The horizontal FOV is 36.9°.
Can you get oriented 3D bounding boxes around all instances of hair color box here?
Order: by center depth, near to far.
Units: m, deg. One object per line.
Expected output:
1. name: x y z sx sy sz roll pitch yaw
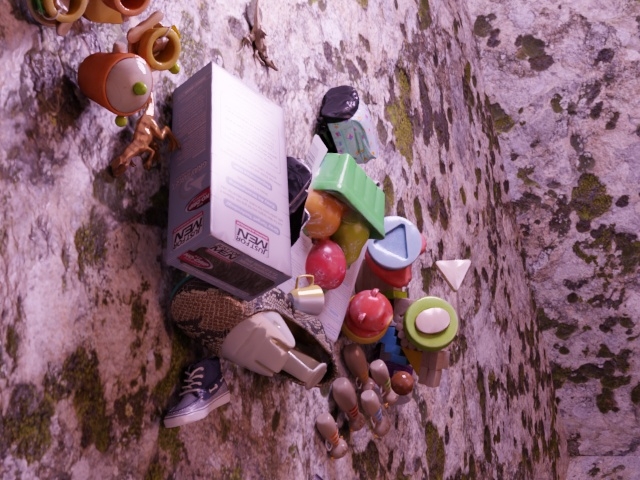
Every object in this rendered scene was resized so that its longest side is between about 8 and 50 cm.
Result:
1. hair color box: -0.155 -0.104 1.645 0.185 0.113 0.375 30 43 -39

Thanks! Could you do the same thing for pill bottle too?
1. pill bottle: 0.186 0.304 2.405 0.108 0.108 0.194 52 40 -48

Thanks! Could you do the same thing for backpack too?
1. backpack: 0.069 -0.261 2.281 0.152 0.115 0.182 -70 147 -47

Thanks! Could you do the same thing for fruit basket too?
1. fruit basket: 0.000 0.000 2.082 0.327 0.165 0.353 42 66 -50

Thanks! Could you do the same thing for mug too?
1. mug: -0.037 0.116 1.957 0.064 0.062 0.078 1 61 -31

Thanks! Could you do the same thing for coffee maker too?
1. coffee maker: -0.082 -0.051 1.841 0.178 0.120 0.171 98 3 -65

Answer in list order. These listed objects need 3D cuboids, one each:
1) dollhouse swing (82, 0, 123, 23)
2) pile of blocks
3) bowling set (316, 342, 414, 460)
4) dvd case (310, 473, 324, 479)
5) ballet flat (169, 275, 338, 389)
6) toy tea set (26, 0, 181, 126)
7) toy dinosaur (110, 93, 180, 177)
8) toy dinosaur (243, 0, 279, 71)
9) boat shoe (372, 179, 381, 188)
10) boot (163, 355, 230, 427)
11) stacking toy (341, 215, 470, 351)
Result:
1. dollhouse swing: -0.356 -0.574 1.533 0.315 0.305 0.347 50 -2 44
2. pile of blocks: 0.199 0.201 2.359 0.112 0.149 0.362 10 53 -62
3. bowling set: 0.125 0.374 2.177 0.287 0.199 0.154 -62 139 -44
4. dvd case: 0.008 0.614 1.987 0.164 0.018 0.221 44 36 -9
5. ballet flat: -0.085 0.186 1.769 0.182 0.164 0.483 48 7 30
6. toy tea set: -0.306 -0.338 1.423 0.200 0.124 0.336 -49 138 -23
7. toy dinosaur: -0.285 -0.188 1.590 0.112 0.064 0.212 50 41 -48
8. toy dinosaur: -0.129 -0.431 2.000 0.093 0.053 0.183 -79 161 -63
9. boat shoe: 0.100 -0.060 2.342 0.083 0.075 0.226 49 42 -50
10. boot: -0.219 0.257 1.640 0.190 0.069 0.086 -18 94 -72
11. stacking toy: 0.209 0.103 2.233 0.130 0.279 0.309 101 6 -71
